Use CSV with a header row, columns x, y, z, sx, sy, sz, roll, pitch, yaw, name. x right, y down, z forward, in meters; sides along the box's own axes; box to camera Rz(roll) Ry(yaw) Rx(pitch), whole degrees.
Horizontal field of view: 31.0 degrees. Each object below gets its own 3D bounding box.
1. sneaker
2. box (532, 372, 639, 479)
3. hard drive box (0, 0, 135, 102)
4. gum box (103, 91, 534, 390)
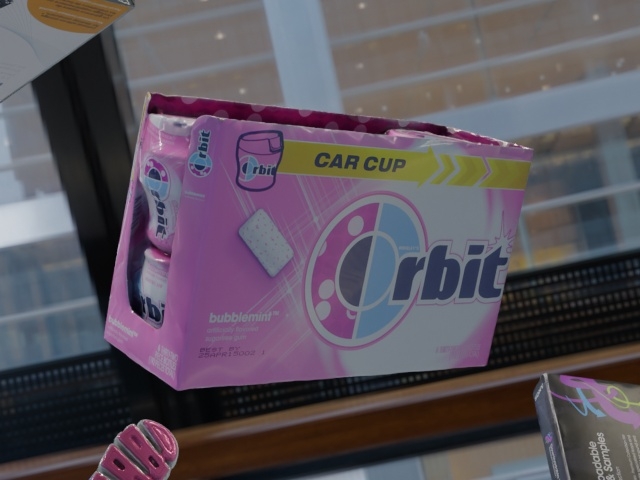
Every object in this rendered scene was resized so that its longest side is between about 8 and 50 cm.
x,y,z,sx,sy,sz,roll,pitch,yaw,name
-0.162,0.212,0.835,0.170,0.063,0.074,-56,-9,-31,sneaker
0.227,0.147,0.758,0.162,0.116,0.029,9,-48,-11,box
-0.286,-0.187,0.887,0.181,0.089,0.232,5,-21,-45,hard drive box
0.000,0.000,0.503,0.188,0.107,0.062,1,15,-40,gum box
